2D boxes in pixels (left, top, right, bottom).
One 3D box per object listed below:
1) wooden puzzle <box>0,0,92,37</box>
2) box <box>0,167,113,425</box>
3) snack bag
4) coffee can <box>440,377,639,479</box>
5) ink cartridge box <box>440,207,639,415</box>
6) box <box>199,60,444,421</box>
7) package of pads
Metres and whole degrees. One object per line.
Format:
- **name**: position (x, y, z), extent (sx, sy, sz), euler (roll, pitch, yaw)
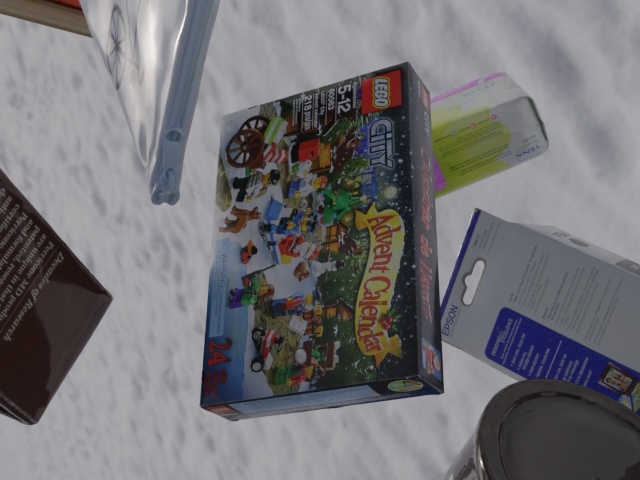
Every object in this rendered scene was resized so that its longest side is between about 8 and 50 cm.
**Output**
- **wooden puzzle**: position (-0.312, -0.375, 1.157), extent (0.044, 0.238, 0.221), euler (18, 97, 54)
- **box**: position (-0.334, -0.025, 0.673), extent (0.191, 0.143, 0.381), euler (13, 149, 27)
- **snack bag**: position (-0.115, -0.250, 0.639), extent (0.342, 0.037, 0.323), euler (63, 145, 38)
- **coffee can**: position (0.171, 0.284, 0.796), extent (0.201, 0.201, 0.275), euler (47, 132, 29)
- **ink cartridge box**: position (0.289, 0.097, 0.972), extent (0.332, 0.065, 0.165), euler (28, 112, 26)
- **box**: position (0.000, 0.000, 0.651), extent (0.159, 0.044, 0.233), euler (-13, 61, 25)
- **package of pads**: position (0.174, -0.144, 1.383), extent (0.229, 0.296, 0.101), euler (-86, -28, -70)
